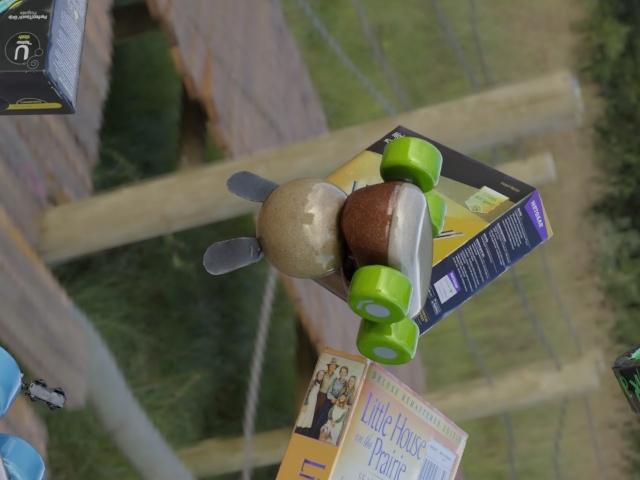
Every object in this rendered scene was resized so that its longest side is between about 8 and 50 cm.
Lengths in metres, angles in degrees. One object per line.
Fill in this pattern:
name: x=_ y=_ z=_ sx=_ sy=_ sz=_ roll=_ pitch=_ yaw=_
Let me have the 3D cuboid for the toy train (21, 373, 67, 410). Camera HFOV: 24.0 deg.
toy train: x=-0.344 y=0.141 z=1.604 sx=0.027 sy=0.158 sz=0.036 roll=-67 pitch=-168 yaw=-12

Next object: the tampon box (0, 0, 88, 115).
tampon box: x=-0.311 y=-0.219 z=1.537 sx=0.101 sy=0.120 sz=0.161 roll=68 pitch=24 yaw=-67

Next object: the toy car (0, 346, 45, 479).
toy car: x=-0.392 y=0.210 z=1.280 sx=0.219 sy=0.238 sz=0.210 roll=-66 pitch=155 yaw=-52

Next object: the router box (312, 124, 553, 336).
router box: x=0.109 y=-0.017 z=1.959 sx=0.309 sy=0.243 sz=0.081 roll=31 pitch=-28 yaw=52

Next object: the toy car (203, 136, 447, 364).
toy car: x=0.000 y=0.000 z=1.281 sx=0.149 sy=0.188 sz=0.155 roll=78 pitch=24 yaw=-58

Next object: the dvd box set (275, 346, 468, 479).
dvd box set: x=0.012 y=0.344 z=1.473 sx=0.307 sy=0.062 sz=0.420 roll=41 pitch=66 yaw=-60

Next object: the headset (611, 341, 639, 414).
headset: x=0.454 y=0.070 z=1.312 sx=0.185 sy=0.394 sz=0.243 roll=63 pitch=6 yaw=3
